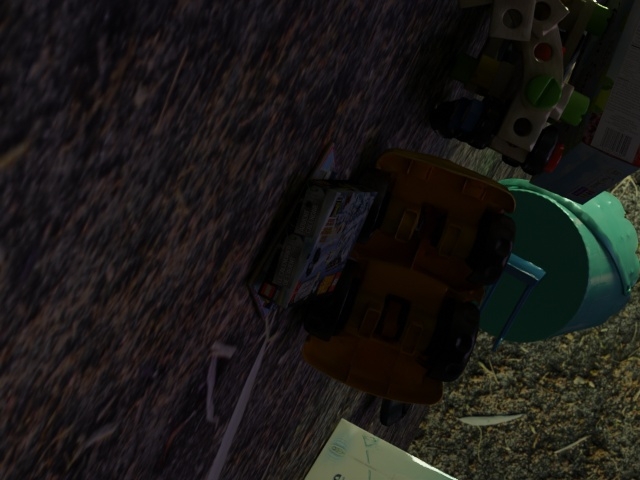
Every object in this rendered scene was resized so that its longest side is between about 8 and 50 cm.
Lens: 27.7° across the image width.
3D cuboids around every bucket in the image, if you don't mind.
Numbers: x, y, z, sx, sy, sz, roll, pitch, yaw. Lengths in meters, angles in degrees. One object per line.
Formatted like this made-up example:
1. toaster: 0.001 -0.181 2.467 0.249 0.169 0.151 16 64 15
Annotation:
1. bucket: 0.346 0.029 2.054 0.183 0.281 0.281 -12 129 -57

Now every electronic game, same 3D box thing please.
1. electronic game: 0.141 0.187 2.073 0.229 0.048 0.229 19 90 -80

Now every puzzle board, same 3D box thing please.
1. puzzle board: -0.017 -0.005 1.007 0.128 0.011 0.096 -61 169 -15

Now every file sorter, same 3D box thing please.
1. file sorter: 0.164 0.044 1.539 0.104 0.170 0.118 -63 169 10

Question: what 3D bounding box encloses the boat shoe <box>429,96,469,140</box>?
1. boat shoe: 0.139 -0.126 1.374 0.125 0.038 0.046 -30 113 -77

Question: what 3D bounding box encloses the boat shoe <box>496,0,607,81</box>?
1. boat shoe: 0.277 -0.273 1.473 0.306 0.113 0.105 -60 -173 37

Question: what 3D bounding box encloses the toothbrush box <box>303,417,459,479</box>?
1. toothbrush box: 0.100 0.416 1.777 0.216 0.295 0.126 -54 164 -37

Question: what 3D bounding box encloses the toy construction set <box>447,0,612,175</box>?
1. toy construction set: 0.194 -0.180 1.201 0.215 0.151 0.327 -64 169 6

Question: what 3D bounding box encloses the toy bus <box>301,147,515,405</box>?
1. toy bus: 0.086 0.010 1.214 0.211 0.149 0.220 -71 -179 -70

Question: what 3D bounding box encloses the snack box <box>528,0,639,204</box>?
1. snack box: 0.293 -0.154 1.286 0.174 0.070 0.207 127 -15 -78

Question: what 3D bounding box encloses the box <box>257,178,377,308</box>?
1. box: 0.000 0.000 0.993 0.094 0.027 0.137 -66 167 8
